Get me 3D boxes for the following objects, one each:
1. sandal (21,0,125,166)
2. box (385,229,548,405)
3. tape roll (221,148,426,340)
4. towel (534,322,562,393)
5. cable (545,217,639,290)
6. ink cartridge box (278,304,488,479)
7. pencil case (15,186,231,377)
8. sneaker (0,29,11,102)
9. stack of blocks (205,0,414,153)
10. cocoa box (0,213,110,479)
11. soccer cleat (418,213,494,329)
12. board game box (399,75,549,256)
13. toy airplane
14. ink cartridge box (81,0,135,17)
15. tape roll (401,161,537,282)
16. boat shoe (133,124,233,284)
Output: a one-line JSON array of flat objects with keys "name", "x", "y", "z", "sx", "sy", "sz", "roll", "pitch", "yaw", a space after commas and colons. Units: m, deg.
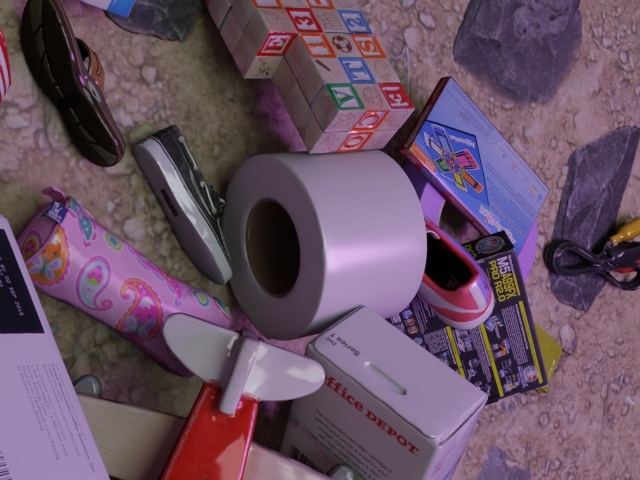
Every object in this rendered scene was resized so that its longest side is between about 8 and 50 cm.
[{"name": "sandal", "x": -0.289, "y": -0.196, "z": 1.110, "sx": 0.060, "sy": 0.090, "sz": 0.219, "roll": -46, "pitch": 116, "yaw": -45}, {"name": "box", "x": 0.215, "y": 0.140, "z": 1.404, "sx": 0.216, "sy": 0.060, "sz": 0.270, "roll": -20, "pitch": 120, "yaw": 2}, {"name": "tape roll", "x": 0.000, "y": 0.000, "z": 1.227, "sx": 0.169, "sy": 0.246, "sz": 0.246, "roll": -10, "pitch": 97, "yaw": -36}, {"name": "towel", "x": 0.349, "y": 0.175, "z": 1.627, "sx": 0.237, "sy": 0.021, "sz": 0.102, "roll": 39, "pitch": 70, "yaw": -31}, {"name": "cable", "x": 0.532, "y": 0.038, "z": 1.756, "sx": 0.287, "sy": 0.072, "sz": 0.139, "roll": -9, "pitch": 114, "yaw": -24}, {"name": "ink cartridge box", "x": 0.066, "y": 0.252, "z": 1.158, "sx": 0.117, "sy": 0.201, "sz": 0.278, "roll": -32, "pitch": 147, "yaw": -41}, {"name": "pencil case", "x": -0.243, "y": 0.056, "z": 1.127, "sx": 0.284, "sy": 0.124, "sz": 0.124, "roll": 39, "pitch": 69, "yaw": -29}, {"name": "sneaker", "x": -0.438, "y": -0.220, "z": 1.011, "sx": 0.221, "sy": 0.087, "sz": 0.128, "roll": 49, "pitch": 55, "yaw": -40}, {"name": "stack of blocks", "x": -0.023, "y": -0.259, "z": 1.209, "sx": 0.171, "sy": 0.087, "sz": 0.297, "roll": -9, "pitch": 63, "yaw": -37}, {"name": "cocoa box", "x": -0.382, "y": 0.166, "z": 0.840, "sx": 0.347, "sy": 0.228, "sz": 0.231, "roll": 65, "pitch": 15, "yaw": 13}, {"name": "soccer cleat", "x": 0.117, "y": -0.010, "z": 1.287, "sx": 0.108, "sy": 0.318, "sz": 0.116, "roll": -40, "pitch": 152, "yaw": -10}, {"name": "board game box", "x": 0.247, "y": -0.107, "z": 1.430, "sx": 0.281, "sy": 0.027, "sz": 0.145, "roll": 42, "pitch": 65, "yaw": -29}, {"name": "toy airplane", "x": -0.145, "y": 0.277, "z": 1.059, "sx": 0.384, "sy": 0.272, "sz": 0.386, "roll": -25, "pitch": 77, "yaw": -20}, {"name": "ink cartridge box", "x": -0.285, "y": -0.327, "z": 1.100, "sx": 0.122, "sy": 0.088, "sz": 0.052, "roll": 12, "pitch": 126, "yaw": -35}, {"name": "tape roll", "x": 0.228, "y": -0.015, "z": 1.491, "sx": 0.274, "sy": 0.090, "sz": 0.275, "roll": -2, "pitch": 93, "yaw": -37}, {"name": "boat shoe", "x": -0.161, "y": -0.046, "z": 1.210, "sx": 0.070, "sy": 0.077, "sz": 0.219, "roll": -36, "pitch": 110, "yaw": -29}]
